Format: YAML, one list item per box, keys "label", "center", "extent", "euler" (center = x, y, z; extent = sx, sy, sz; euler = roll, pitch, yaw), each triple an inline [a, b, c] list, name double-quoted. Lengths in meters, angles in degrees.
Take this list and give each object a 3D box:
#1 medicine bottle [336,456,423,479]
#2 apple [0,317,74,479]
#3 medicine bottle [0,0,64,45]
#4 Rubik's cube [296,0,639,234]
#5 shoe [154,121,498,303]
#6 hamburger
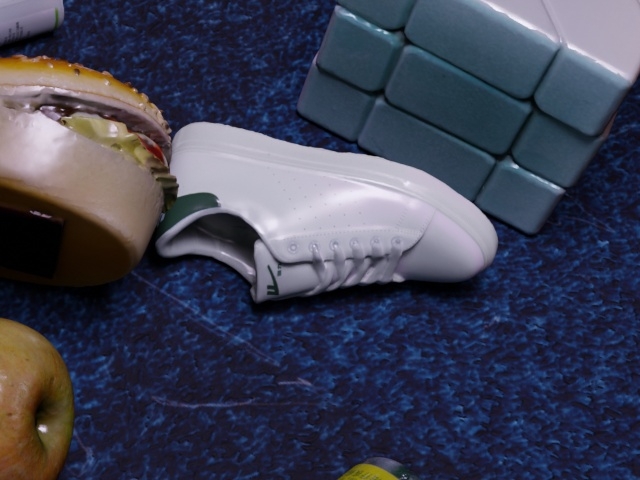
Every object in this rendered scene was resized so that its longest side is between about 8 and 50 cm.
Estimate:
- label: "medicine bottle"
  center: [-0.015, 0.331, 1.533]
  extent: [0.293, 0.141, 0.141]
  euler: [-34, 73, -28]
- label: "apple"
  center: [-0.314, 0.159, 1.546]
  extent: [0.155, 0.182, 0.182]
  euler: [1, 55, 21]
- label: "medicine bottle"
  center: [-0.376, -0.246, 1.815]
  extent: [0.183, 0.086, 0.086]
  euler: [-20, 67, -24]
- label: "Rubik's cube"
  center: [0.200, -0.258, 1.837]
  extent: [0.321, 0.316, 0.319]
  euler: [27, 57, 4]
- label: "shoe"
  center: [0.000, 0.000, 1.744]
  extent: [0.363, 0.132, 0.160]
  euler: [17, 56, 1]
- label: "hamburger"
  center: [-0.282, -0.072, 1.626]
  extent: [0.300, 0.300, 0.176]
  euler: [11, 69, -8]
